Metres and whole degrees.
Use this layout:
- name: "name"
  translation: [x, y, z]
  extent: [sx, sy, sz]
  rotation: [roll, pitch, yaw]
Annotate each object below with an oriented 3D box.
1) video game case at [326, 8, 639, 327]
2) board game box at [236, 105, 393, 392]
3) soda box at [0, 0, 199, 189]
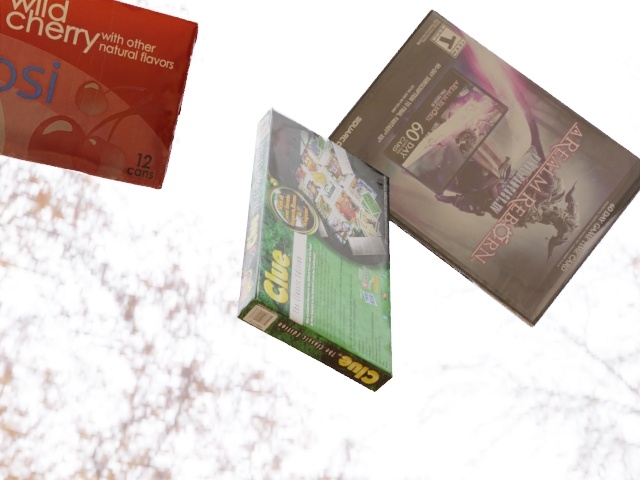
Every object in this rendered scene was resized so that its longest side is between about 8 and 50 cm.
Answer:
- name: "video game case"
  translation: [0.158, -0.074, 1.332]
  extent: [0.274, 0.026, 0.196]
  rotation: [38, -94, 12]
- name: "board game box"
  translation: [0.000, 0.000, 1.135]
  extent: [0.136, 0.259, 0.030]
  rotation: [33, -57, -22]
- name: "soda box"
  translation: [-0.196, -0.091, 0.612]
  extent: [0.263, 0.092, 0.083]
  rotation: [12, -89, -25]
